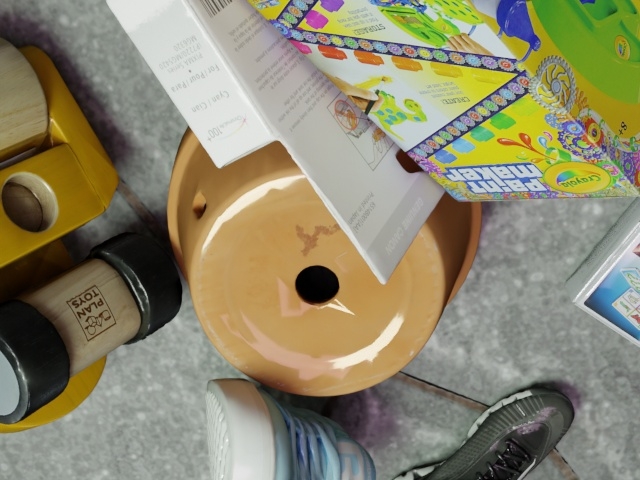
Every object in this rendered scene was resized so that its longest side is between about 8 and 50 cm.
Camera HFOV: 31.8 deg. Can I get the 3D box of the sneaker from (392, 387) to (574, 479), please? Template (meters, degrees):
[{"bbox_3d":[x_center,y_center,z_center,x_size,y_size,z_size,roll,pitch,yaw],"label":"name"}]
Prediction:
[{"bbox_3d":[0.158,0.238,1.106,0.234,0.106,0.078,-38,107,16],"label":"sneaker"}]

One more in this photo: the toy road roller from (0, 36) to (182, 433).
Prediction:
[{"bbox_3d":[-0.307,0.011,0.981,0.241,0.202,0.329,-22,99,39],"label":"toy road roller"}]

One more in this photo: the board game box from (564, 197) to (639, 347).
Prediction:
[{"bbox_3d":[0.410,0.057,1.050,0.305,0.053,0.193,33,109,-11],"label":"board game box"}]

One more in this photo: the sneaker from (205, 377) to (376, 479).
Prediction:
[{"bbox_3d":[-0.023,0.192,1.000,0.150,0.366,0.135,-4,77,-4],"label":"sneaker"}]

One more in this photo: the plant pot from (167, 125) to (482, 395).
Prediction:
[{"bbox_3d":[0.000,0.000,0.964,0.291,0.203,0.290,1,113,2],"label":"plant pot"}]

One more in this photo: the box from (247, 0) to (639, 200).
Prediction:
[{"bbox_3d":[0.129,-0.222,0.772,0.279,0.177,0.289,40,67,-32],"label":"box"}]

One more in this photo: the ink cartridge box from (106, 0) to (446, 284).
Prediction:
[{"bbox_3d":[0.007,-0.138,0.854,0.066,0.296,0.261,-23,109,37],"label":"ink cartridge box"}]
